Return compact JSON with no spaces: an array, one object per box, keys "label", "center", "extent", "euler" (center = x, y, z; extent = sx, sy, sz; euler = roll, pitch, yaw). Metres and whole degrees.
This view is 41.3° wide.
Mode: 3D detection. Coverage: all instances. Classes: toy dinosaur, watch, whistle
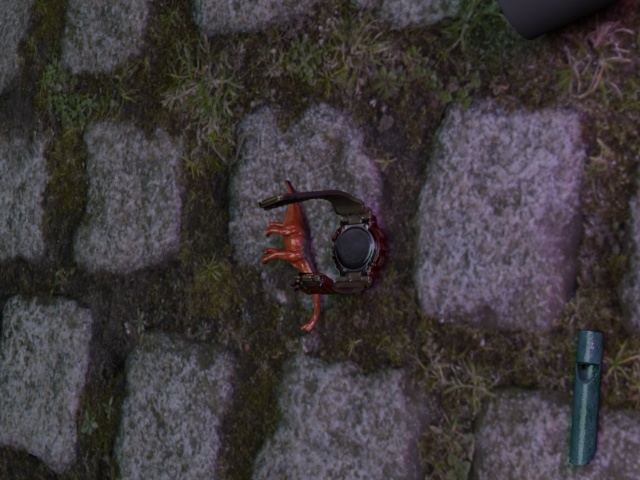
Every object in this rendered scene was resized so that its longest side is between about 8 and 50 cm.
[{"label":"toy dinosaur","center":[-0.052,0.022,1.483],"extent":[0.101,0.055,0.280],"euler":[-4,78,11]},{"label":"watch","center":[0.004,0.005,1.322],"extent":[0.102,0.268,0.165],"euler":[-5,90,33]},{"label":"whistle","center":[0.369,0.217,1.180],"extent":[0.039,0.039,0.186],"euler":[3,86,35]}]

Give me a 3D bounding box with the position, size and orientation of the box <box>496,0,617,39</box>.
[{"label":"box","center":[0.320,-0.415,1.185],"extent":[0.149,0.226,0.226],"euler":[-21,72,30]}]
